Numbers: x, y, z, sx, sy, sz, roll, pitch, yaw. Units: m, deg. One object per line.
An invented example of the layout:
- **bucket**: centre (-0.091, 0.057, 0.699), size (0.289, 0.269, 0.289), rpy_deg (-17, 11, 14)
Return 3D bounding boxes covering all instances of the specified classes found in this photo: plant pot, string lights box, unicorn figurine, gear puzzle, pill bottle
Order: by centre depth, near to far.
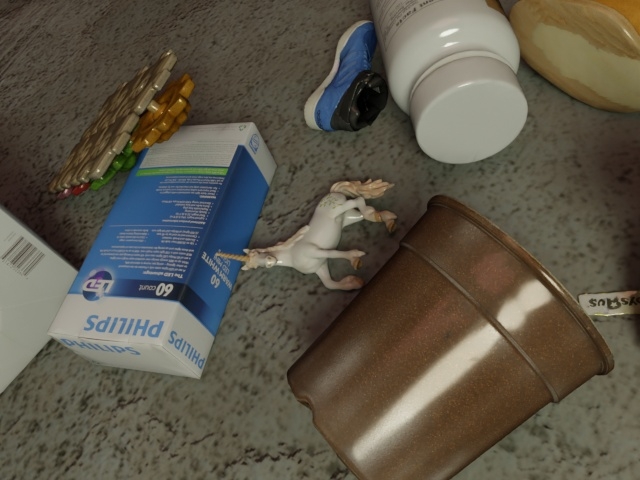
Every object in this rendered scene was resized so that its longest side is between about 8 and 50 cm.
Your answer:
- **plant pot**: centre (0.077, 0.084, 0.407), size (0.165, 0.167, 0.167), rpy_deg (-43, 52, -3)
- **unicorn figurine**: centre (0.000, 0.000, 0.561), size (0.111, 0.060, 0.162), rpy_deg (18, 48, 31)
- **pill bottle**: centre (0.128, -0.195, 0.597), size (0.131, 0.131, 0.229), rpy_deg (-14, 52, 11)
- **string lights box**: centre (-0.150, -0.001, 0.599), size (0.133, 0.076, 0.259), rpy_deg (2, 57, 23)
- **gear puzzle**: centre (-0.209, -0.124, 0.651), size (0.339, 0.044, 0.175), rpy_deg (0, 59, 55)

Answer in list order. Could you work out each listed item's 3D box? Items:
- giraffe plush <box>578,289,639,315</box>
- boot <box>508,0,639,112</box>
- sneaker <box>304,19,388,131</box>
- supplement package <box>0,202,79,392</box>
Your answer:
- **giraffe plush**: centre (0.283, -0.015, 0.382), size (0.210, 0.170, 0.181), rpy_deg (-19, 52, 8)
- **boot**: centre (0.357, -0.211, 0.552), size (0.295, 0.104, 0.211), rpy_deg (33, 67, 30)
- **sneaker**: centre (0.050, -0.186, 0.665), size (0.085, 0.058, 0.152), rpy_deg (16, 67, 36)
- **supplement package**: centre (-0.392, 0.017, 0.604), size (0.203, 0.194, 0.149), rpy_deg (25, 67, 33)
